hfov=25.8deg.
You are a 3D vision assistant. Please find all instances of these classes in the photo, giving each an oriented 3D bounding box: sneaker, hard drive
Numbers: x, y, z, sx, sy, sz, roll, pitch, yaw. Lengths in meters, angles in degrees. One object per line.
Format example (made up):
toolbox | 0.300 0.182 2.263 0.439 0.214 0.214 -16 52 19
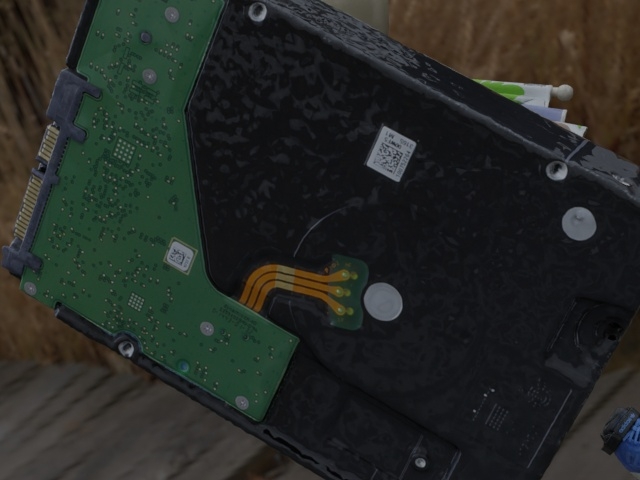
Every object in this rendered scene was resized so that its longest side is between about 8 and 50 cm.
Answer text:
sneaker | 0.369 0.228 1.599 0.058 0.084 0.152 -47 -4 -14
hard drive | 0.000 0.000 0.774 0.339 0.237 0.064 28 25 11

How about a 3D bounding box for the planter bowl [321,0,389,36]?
planter bowl | -0.005 -0.225 1.420 0.109 0.162 0.162 -2 7 -14

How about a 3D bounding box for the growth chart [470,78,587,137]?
growth chart | 0.152 -0.075 1.215 0.172 0.021 0.237 3 39 11
